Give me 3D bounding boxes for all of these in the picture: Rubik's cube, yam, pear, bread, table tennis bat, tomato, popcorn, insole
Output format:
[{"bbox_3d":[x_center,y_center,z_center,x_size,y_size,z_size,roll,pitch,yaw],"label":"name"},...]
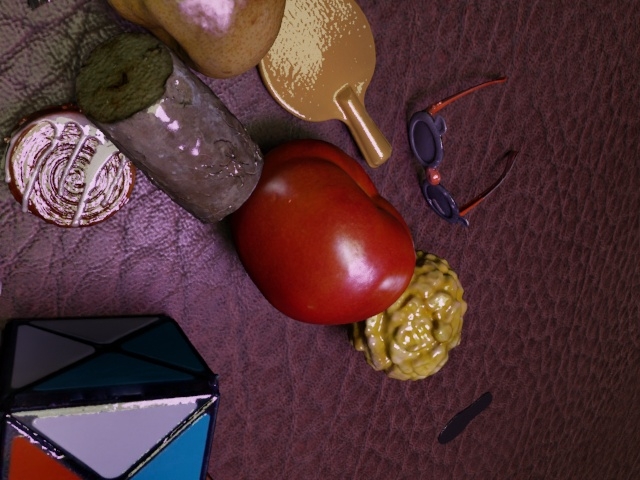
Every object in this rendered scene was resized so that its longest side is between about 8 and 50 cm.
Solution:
[{"bbox_3d":[-0.302,0.255,0.695,0.247,0.248,0.249,3,104,-32],"label":"Rubik's cube"},{"bbox_3d":[-0.172,-0.129,0.655,0.154,0.154,0.254,-48,143,-7],"label":"yam"},{"bbox_3d":[-0.137,-0.326,0.619,0.228,0.188,0.211,32,90,-43],"label":"pear"},{"bbox_3d":[-0.323,-0.097,0.663,0.161,0.073,0.160,-10,111,-26],"label":"bread"},{"bbox_3d":[0.026,-0.252,0.828,0.198,0.050,0.321,-42,119,-10],"label":"table tennis bat"},{"bbox_3d":[0.000,0.000,0.780,0.226,0.298,0.298,-39,125,15],"label":"tomato"},{"bbox_3d":[0.146,0.135,0.938,0.212,0.259,0.259,5,105,-17],"label":"popcorn"},{"bbox_3d":[0.368,0.448,1.294,0.188,0.004,0.064,-33,121,-17],"label":"insole"}]

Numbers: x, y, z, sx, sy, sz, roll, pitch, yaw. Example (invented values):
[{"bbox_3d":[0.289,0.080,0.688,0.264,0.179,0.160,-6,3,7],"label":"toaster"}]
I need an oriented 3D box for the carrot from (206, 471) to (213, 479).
[{"bbox_3d":[-0.316,0.495,0.791,0.341,0.224,0.224,-10,112,-35],"label":"carrot"}]

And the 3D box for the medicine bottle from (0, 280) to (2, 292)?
[{"bbox_3d":[-0.509,0.055,0.571,0.237,0.139,0.139,32,89,-33],"label":"medicine bottle"}]

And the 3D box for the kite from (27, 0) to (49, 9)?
[{"bbox_3d":[-0.280,-0.373,0.629,0.232,0.009,0.189,-44,123,-10],"label":"kite"}]

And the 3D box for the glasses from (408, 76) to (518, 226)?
[{"bbox_3d":[0.301,-0.182,0.970,0.268,0.118,0.234,-32,119,-17],"label":"glasses"}]
